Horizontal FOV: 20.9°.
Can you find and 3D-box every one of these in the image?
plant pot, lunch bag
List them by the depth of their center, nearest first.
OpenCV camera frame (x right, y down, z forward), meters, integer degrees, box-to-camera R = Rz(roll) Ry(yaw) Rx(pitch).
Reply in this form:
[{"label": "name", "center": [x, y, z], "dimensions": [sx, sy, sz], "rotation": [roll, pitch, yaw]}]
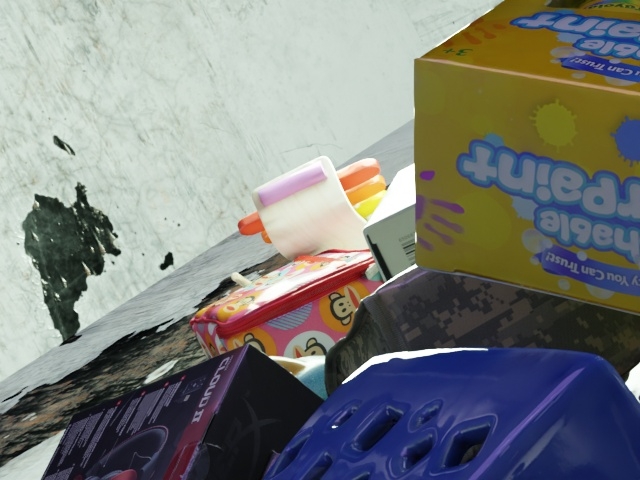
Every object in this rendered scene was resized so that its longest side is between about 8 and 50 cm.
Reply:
[{"label": "plant pot", "center": [0.063, 0.203, 0.820], "dimensions": [0.212, 0.236, 0.236], "rotation": [-39, 12, -22]}, {"label": "lunch bag", "center": [0.140, 0.088, 1.408], "dimensions": [0.235, 0.169, 0.287], "rotation": [-29, -9, -15]}, {"label": "lunch bag", "center": [-0.014, 0.089, 2.132], "dimensions": [0.258, 0.120, 0.293], "rotation": [-25, 6, -13]}]

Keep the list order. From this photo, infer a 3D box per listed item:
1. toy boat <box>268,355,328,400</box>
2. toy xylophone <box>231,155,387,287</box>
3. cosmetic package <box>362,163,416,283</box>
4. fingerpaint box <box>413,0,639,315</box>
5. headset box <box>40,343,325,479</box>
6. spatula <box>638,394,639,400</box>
[{"label": "toy boat", "center": [-0.090, 0.190, 1.625], "dimensions": [0.267, 0.148, 0.318], "rotation": [-25, 9, 20]}, {"label": "toy xylophone", "center": [0.000, 0.000, 2.340], "dimensions": [0.236, 0.081, 0.323], "rotation": [-22, -24, 7]}, {"label": "cosmetic package", "center": [0.154, -0.011, 2.051], "dimensions": [0.129, 0.153, 0.296], "rotation": [-25, 8, 16]}, {"label": "fingerpaint box", "center": [0.340, -0.079, 1.158], "dimensions": [0.444, 0.163, 0.371], "rotation": [14, 31, 28]}, {"label": "headset box", "center": [-0.117, 0.214, 1.293], "dimensions": [0.293, 0.110, 0.218], "rotation": [-25, 33, 49]}, {"label": "spatula", "center": [0.234, 0.148, 1.245], "dimensions": [0.084, 0.030, 0.296], "rotation": [-17, 13, 43]}]
